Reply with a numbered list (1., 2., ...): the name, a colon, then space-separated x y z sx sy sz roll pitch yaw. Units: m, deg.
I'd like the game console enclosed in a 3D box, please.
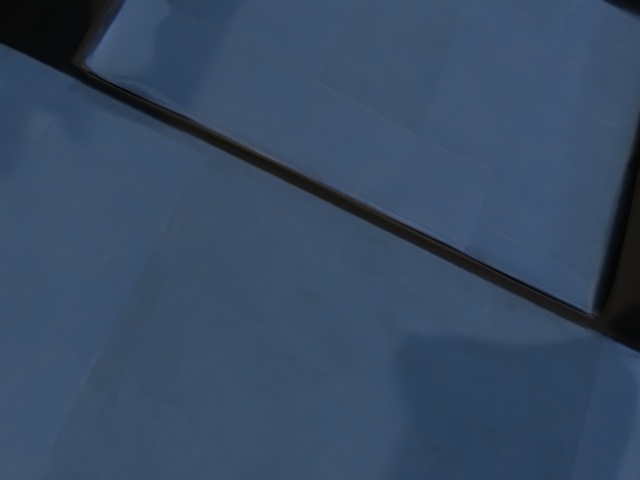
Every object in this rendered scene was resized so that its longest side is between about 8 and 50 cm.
1. game console: 0.000 0.000 0.411 0.387 0.060 0.342 26 -119 -7
